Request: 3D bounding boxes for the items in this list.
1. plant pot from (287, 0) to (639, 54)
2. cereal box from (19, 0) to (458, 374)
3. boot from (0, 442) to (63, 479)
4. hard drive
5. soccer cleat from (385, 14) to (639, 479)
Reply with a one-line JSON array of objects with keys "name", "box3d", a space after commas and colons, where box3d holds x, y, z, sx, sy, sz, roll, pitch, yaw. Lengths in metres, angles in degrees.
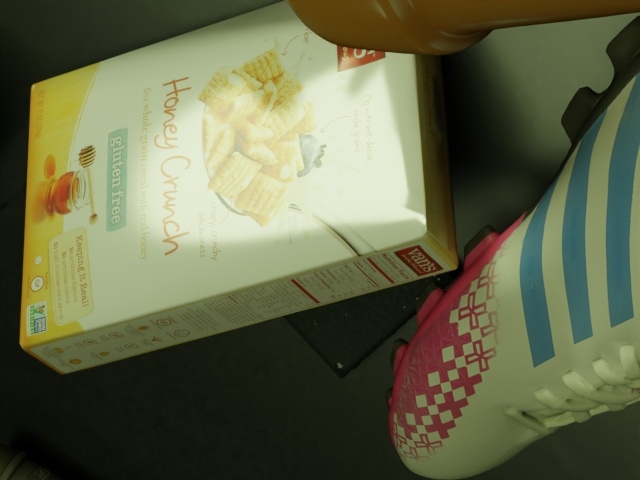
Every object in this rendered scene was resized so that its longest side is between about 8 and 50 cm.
[{"name": "plant pot", "box3d": [0.102, -0.180, 0.842, 0.188, 0.205, 0.205, 11, 109, 31]}, {"name": "cereal box", "box3d": [-0.048, -0.038, 0.988, 0.240, 0.047, 0.173, -17, 57, 22]}, {"name": "boot", "box3d": [-0.135, 0.238, 1.142, 0.208, 0.076, 0.190, 24, 113, 3]}, {"name": "hard drive", "box3d": [0.000, 0.000, 1.048, 0.094, 0.022, 0.135, -43, 89, 23]}, {"name": "soccer cleat", "box3d": [0.141, 0.039, 0.917, 0.143, 0.116, 0.331, 53, 133, 28]}]
